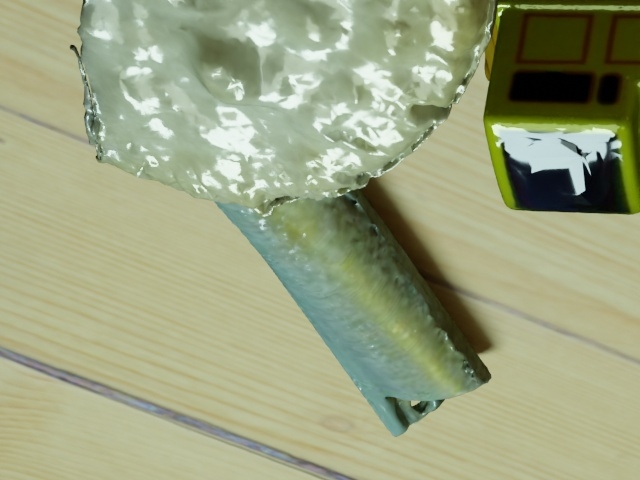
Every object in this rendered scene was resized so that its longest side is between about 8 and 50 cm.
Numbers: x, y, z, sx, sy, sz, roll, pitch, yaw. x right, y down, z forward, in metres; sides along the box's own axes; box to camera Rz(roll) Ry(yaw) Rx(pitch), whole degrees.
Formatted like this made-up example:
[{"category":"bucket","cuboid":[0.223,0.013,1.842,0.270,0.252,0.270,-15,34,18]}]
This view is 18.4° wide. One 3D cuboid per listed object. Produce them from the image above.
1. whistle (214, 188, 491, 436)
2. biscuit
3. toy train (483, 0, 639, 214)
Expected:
[{"category":"whistle","cuboid":[0.000,-0.001,1.012,0.068,0.057,0.326,-38,135,-2]},{"category":"biscuit","cuboid":[-0.015,-0.121,0.759,0.179,0.084,0.281,16,133,14]},{"category":"toy train","cuboid":[0.148,-0.072,0.798,0.219,0.127,0.089,3,145,17]}]
